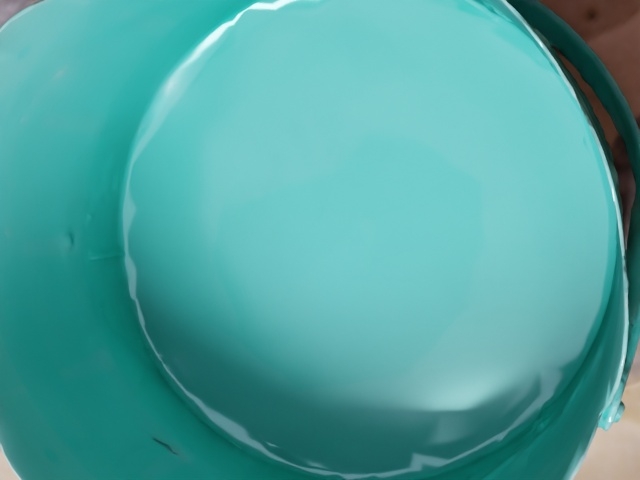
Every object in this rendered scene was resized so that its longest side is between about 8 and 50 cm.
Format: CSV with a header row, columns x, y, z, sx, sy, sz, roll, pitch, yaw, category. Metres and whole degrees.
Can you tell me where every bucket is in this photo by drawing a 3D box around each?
x,y,z,sx,sy,sz,roll,pitch,yaw,category
0.000,0.000,0.805,0.281,0.183,0.281,1,95,12,bucket
